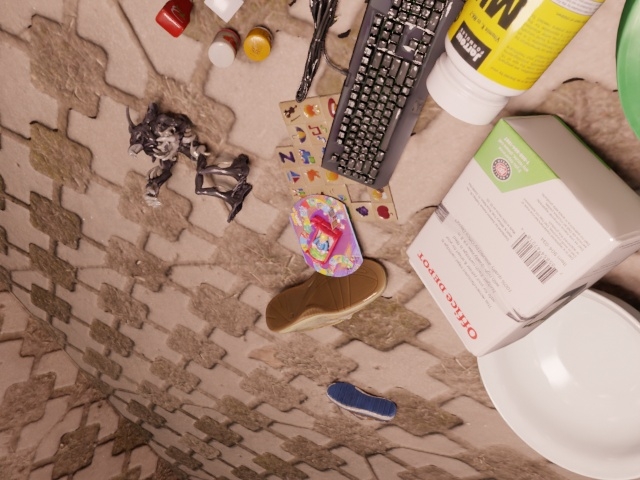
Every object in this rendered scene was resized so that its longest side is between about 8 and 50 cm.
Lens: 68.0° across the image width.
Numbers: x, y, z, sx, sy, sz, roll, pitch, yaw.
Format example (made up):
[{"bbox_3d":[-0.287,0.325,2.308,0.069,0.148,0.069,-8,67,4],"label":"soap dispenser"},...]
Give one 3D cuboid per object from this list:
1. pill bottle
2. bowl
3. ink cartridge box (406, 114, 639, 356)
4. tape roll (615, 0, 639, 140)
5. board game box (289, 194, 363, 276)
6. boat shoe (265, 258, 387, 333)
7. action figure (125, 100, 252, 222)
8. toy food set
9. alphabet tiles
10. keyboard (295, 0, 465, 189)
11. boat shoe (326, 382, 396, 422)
[{"bbox_3d":[0.213,-0.237,0.520,0.119,0.119,0.208,33,136,1],"label":"pill bottle"},{"bbox_3d":[0.404,0.191,0.732,0.297,0.134,0.298,22,119,48],"label":"bowl"},{"bbox_3d":[0.260,0.001,0.642,0.198,0.114,0.273,61,147,28],"label":"ink cartridge box"},{"bbox_3d":[0.460,-0.197,0.438,0.321,0.077,0.321,17,135,18],"label":"tape roll"},{"bbox_3d":[0.000,0.000,0.881,0.133,0.033,0.169,-7,110,37],"label":"board game box"},{"bbox_3d":[0.021,0.123,0.979,0.302,0.109,0.098,-28,146,32],"label":"boat shoe"},{"bbox_3d":[-0.267,-0.147,0.878,0.275,0.141,0.164,27,138,3],"label":"action figure"},{"bbox_3d":[-0.172,-0.355,0.691,0.232,0.105,0.111,35,126,-27],"label":"toy food set"},{"bbox_3d":[0.016,-0.131,0.814,0.198,0.009,0.237,2,127,30],"label":"alphabet tiles"},{"bbox_3d":[0.053,-0.228,0.680,0.201,0.033,0.317,26,133,8],"label":"keyboard"},{"bbox_3d":[0.099,0.423,1.208,0.183,0.066,0.066,17,135,18],"label":"boat shoe"}]
